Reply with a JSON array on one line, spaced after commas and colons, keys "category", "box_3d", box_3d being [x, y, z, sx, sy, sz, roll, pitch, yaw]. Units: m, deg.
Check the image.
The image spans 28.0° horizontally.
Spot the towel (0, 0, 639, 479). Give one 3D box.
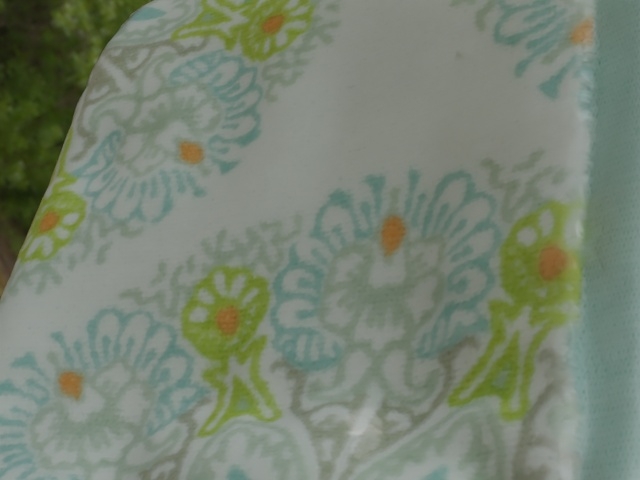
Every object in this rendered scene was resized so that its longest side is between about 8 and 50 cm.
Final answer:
[{"category": "towel", "box_3d": [0.000, 0.000, 0.549, 0.090, 0.320, 0.375, 51, 42, -42]}]
